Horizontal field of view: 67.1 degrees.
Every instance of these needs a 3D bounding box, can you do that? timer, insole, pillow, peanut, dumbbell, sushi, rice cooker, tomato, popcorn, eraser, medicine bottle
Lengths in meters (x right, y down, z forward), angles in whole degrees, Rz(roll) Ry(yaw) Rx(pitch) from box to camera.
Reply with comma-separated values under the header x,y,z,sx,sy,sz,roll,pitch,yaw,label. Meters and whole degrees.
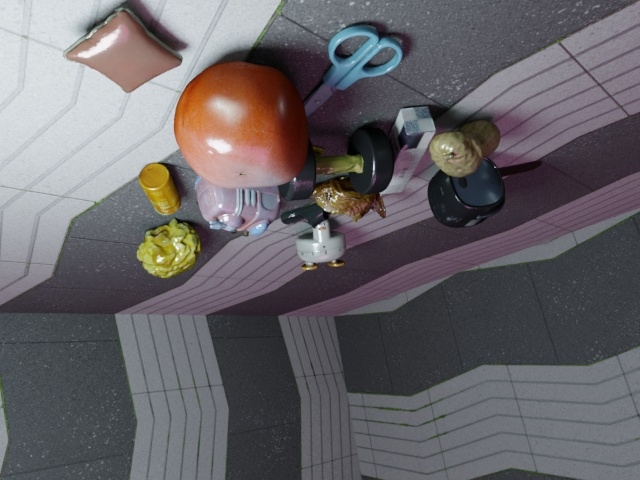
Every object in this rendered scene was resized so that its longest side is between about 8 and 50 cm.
x,y,z,sx,sy,sz,roll,pitch,yaw,label
0.000,0.000,2.176,0.233,0.240,0.233,-6,-169,1,timer
0.738,-0.275,1.977,0.327,0.007,0.111,-13,162,9,insole
-0.401,-0.387,0.996,0.171,0.075,0.179,-23,160,18,pillow
0.452,-0.285,1.510,0.291,0.143,0.159,-26,131,-39,peanut
0.037,-0.230,1.442,0.322,0.204,0.204,-7,161,-20,dumbbell
0.101,-0.153,1.802,0.296,0.167,0.179,-6,139,-31,sushi
0.540,-0.176,1.800,0.267,0.268,0.224,-6,161,-12,rice cooker
-0.193,-0.256,1.168,0.341,0.273,0.341,-9,161,-3,tomato
-0.591,0.026,1.891,0.249,0.225,0.249,-25,160,-10,popcorn
0.267,-0.283,1.586,0.096,0.098,0.404,-8,161,-8,eraser
-0.510,-0.162,1.545,0.096,0.097,0.192,-7,161,-8,medicine bottle

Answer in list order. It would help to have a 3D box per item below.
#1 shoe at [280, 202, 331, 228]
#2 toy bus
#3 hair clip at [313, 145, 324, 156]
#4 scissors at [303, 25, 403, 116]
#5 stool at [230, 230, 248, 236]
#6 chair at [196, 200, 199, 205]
x,y,z,sx,sy,sz,roll,pitch,yaw,label
-0.045,-0.087,1.996,0.240,0.093,0.108,-13,159,14,shoe
-0.252,-0.133,1.548,0.294,0.232,0.197,8,154,-40,toy bus
-0.042,-0.249,1.607,0.072,0.046,0.173,8,156,-32,hair clip
0.015,-0.391,1.261,0.192,0.029,0.447,5,158,-36,scissors
-0.260,-0.092,1.841,0.217,0.121,0.125,-9,160,13,stool
-0.346,-0.114,1.753,0.212,0.102,0.084,-17,160,16,chair
